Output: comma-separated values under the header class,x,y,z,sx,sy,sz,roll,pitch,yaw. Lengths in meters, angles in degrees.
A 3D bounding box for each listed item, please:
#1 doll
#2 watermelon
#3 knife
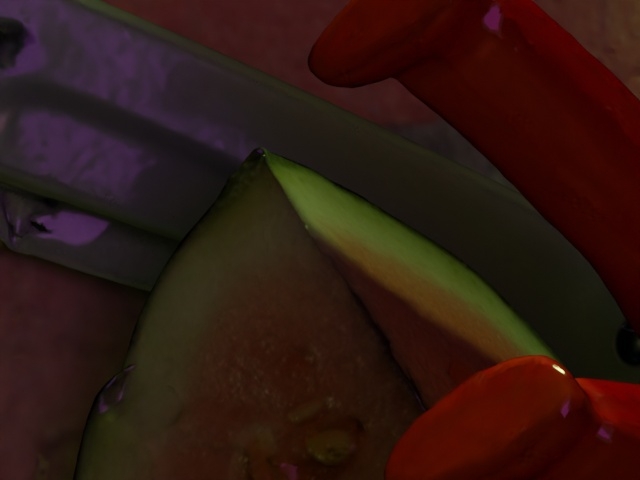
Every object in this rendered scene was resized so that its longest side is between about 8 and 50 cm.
class,x,y,z,sx,sy,sz,roll,pitch,yaw
doll,0.153,0.062,0.537,0.384,0.099,0.188,29,38,-35
watermelon,0.004,0.092,0.508,0.193,0.145,0.137,42,18,-18
knife,0.002,-0.003,0.557,0.265,0.040,0.073,21,79,-22
